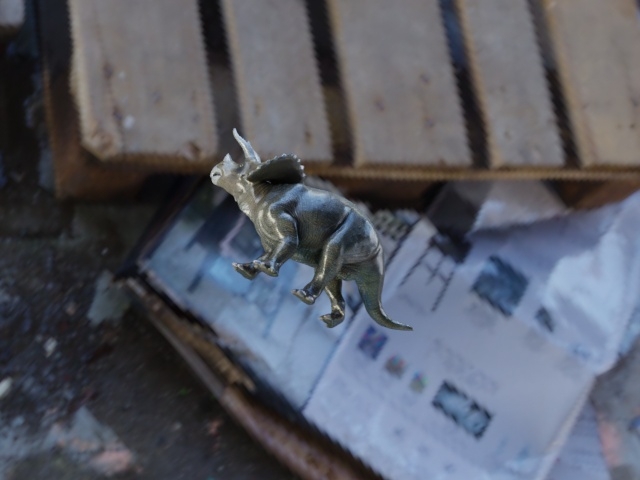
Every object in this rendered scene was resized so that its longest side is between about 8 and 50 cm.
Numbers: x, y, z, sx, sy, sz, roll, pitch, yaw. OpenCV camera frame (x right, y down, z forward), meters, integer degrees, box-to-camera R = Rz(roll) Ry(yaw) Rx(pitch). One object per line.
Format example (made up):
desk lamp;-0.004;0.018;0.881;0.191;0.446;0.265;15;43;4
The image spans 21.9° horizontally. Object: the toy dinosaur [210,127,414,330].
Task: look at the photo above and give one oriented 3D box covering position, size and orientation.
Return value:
toy dinosaur;0.000;0.000;1.972;0.313;0.121;0.160;30;74;-4
